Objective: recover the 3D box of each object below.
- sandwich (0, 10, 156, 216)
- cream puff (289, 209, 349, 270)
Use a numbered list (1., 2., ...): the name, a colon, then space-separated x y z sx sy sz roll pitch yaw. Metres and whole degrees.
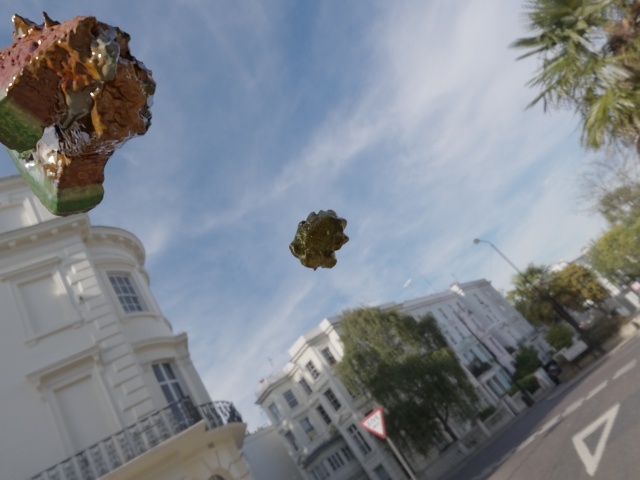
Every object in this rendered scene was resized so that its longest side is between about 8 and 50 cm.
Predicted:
1. sandwich: -0.348 -0.172 0.579 0.301 0.250 0.162 -22 7 33
2. cream puff: 0.000 0.000 0.620 0.083 0.083 0.058 -13 -17 5
